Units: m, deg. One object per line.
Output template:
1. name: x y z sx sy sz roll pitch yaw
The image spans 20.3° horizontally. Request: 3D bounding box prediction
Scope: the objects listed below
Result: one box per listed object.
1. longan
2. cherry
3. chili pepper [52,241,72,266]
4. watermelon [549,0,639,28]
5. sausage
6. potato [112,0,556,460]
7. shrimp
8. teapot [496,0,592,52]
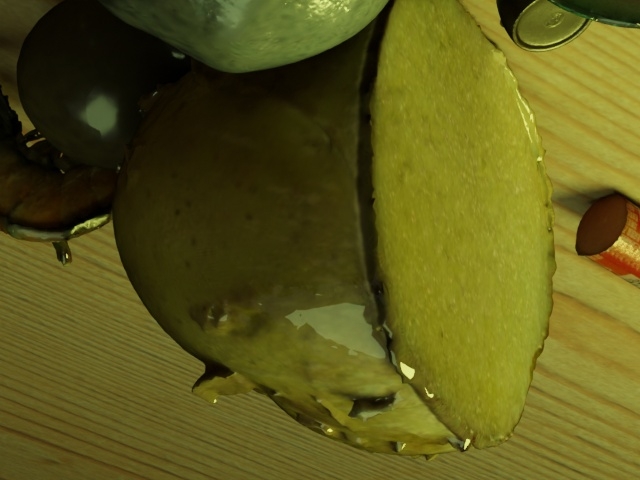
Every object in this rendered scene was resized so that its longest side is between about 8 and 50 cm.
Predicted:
1. longan: -0.177 -0.150 1.634 0.204 0.159 0.185 -22 144 36
2. cherry: -0.058 -0.245 1.296 0.255 0.218 0.296 20 148 0
3. chili pepper: -0.389 -0.112 1.847 0.338 0.131 0.134 21 136 -3
4. watermelon: 0.195 -0.217 1.313 0.231 0.146 0.128 11 156 -1
5. sausage: 0.385 0.039 1.854 0.274 0.074 0.074 28 152 -28
6. potato: 0.000 0.000 1.553 0.319 0.385 0.442 -6 163 28
7. shrimp: -0.274 -0.125 1.753 0.290 0.222 0.054 48 156 26
8. teapot: 0.180 -0.207 1.445 0.076 0.068 0.121 0 141 -29
